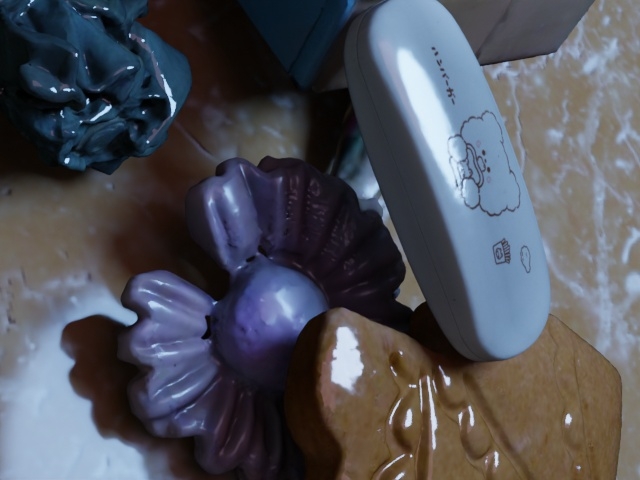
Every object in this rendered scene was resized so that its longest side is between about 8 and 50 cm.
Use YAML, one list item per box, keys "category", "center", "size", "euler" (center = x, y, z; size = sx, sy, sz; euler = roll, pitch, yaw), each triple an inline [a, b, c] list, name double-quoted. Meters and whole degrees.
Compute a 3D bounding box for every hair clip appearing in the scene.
- category: "hair clip"
  center: [0.005, -0.003, 0.659]
  size: [0.173, 0.069, 0.300]
  euler: [42, 52, -21]

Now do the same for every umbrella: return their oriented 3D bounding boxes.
- category: "umbrella"
  center: [-0.189, -0.187, 0.577]
  size: [0.094, 0.143, 0.349]
  euler: [-35, 82, 1]

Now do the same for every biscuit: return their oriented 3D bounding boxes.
- category: "biscuit"
  center: [0.095, 0.138, 0.643]
  size: [0.306, 0.043, 0.284]
  euler: [-30, 105, -44]

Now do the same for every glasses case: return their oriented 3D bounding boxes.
- category: "glasses case"
  center: [0.067, -0.031, 0.595]
  size: [0.074, 0.049, 0.193]
  euler: [-31, 105, -44]

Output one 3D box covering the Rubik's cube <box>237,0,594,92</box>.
- category: "Rubik's cube"
  center: [0.059, -0.249, 0.665]
  size: [0.221, 0.225, 0.231]
  euler: [-15, 62, -37]
